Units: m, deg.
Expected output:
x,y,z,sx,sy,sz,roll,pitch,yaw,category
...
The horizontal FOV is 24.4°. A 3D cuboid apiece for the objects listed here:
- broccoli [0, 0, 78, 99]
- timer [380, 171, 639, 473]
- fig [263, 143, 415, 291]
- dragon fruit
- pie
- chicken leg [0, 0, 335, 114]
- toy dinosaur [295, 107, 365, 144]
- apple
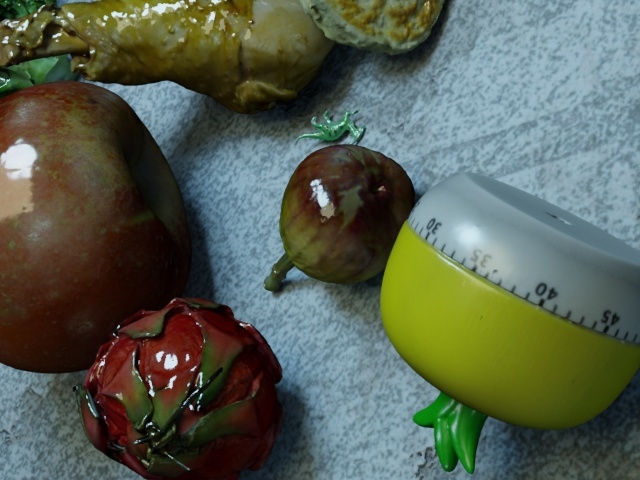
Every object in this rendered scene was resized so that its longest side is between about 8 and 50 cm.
x,y,z,sx,sy,sz,roll,pitch,yaw,category
-0.482,-0.287,2.074,0.275,0.308,0.308,28,88,16,broccoli
0.168,0.096,1.414,0.285,0.285,0.285,-15,62,31,timer
0.015,0.004,1.657,0.143,0.160,0.231,32,125,16,fig
-0.145,0.187,1.599,0.234,0.234,0.293,-42,19,15,dragon fruit
0.064,-0.320,1.735,0.084,0.179,0.205,-6,64,67,pie
-0.195,-0.253,1.830,0.295,0.409,0.182,-121,27,-68,chicken leg
0.015,-0.127,1.772,0.083,0.021,0.062,-47,63,9,toy dinosaur
-0.312,-0.012,1.750,0.277,0.348,0.348,-20,59,13,apple
